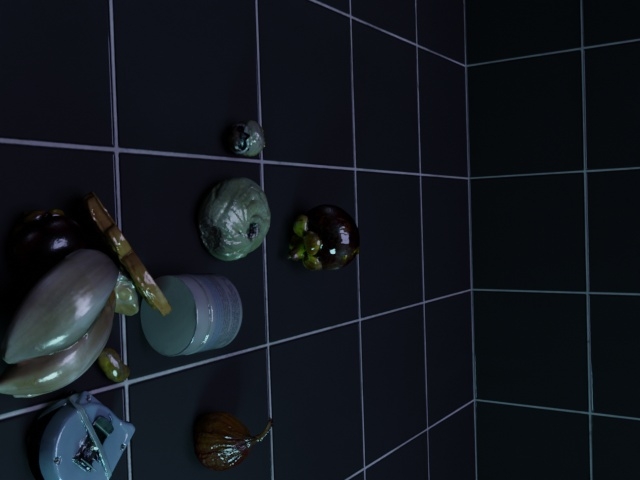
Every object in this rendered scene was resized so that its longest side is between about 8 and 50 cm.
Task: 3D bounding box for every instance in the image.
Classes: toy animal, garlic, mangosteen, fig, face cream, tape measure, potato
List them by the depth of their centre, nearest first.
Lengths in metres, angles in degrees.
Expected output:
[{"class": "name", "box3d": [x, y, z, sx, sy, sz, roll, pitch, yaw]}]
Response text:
[{"class": "garlic", "box3d": [-0.447, 0.146, 1.278, 0.325, 0.132, 0.279, -59, 167, -52]}, {"class": "mangosteen", "box3d": [-0.504, -0.001, 1.302, 0.140, 0.140, 0.140, 2, 88, -57]}, {"class": "tape measure", "box3d": [-0.462, 0.392, 1.359, 0.182, 0.107, 0.180, 56, 39, -43]}, {"class": "potato", "box3d": [-0.428, 0.261, 1.466, 0.046, 0.045, 0.092, -108, 174, -54]}, {"class": "face cream", "box3d": [-0.282, 0.160, 1.567, 0.153, 0.177, 0.177, 2, 87, -57]}, {"class": "fig", "box3d": [-0.194, 0.476, 1.684, 0.146, 0.201, 0.133, 49, 41, -52]}, {"class": "toy animal", "box3d": [-0.195, -0.257, 1.812, 0.098, 0.137, 0.098, 0, 88, -16]}, {"class": "mangosteen", "box3d": [0.000, 0.000, 2.009, 0.217, 0.192, 0.192, -22, 108, -36]}]

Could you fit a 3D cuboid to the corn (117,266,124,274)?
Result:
[{"class": "corn", "box3d": [-0.421, 0.101, 1.487, 0.037, 0.037, 0.092, -19, 106, -55]}]

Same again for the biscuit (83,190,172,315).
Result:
[{"class": "biscuit", "box3d": [-0.387, 0.032, 1.417, 0.044, 0.202, 0.288, -36, 118, -13]}]

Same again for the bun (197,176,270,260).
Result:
[{"class": "bun", "box3d": [-0.200, -0.056, 1.760, 0.221, 0.108, 0.221, 3, 86, -56]}]
